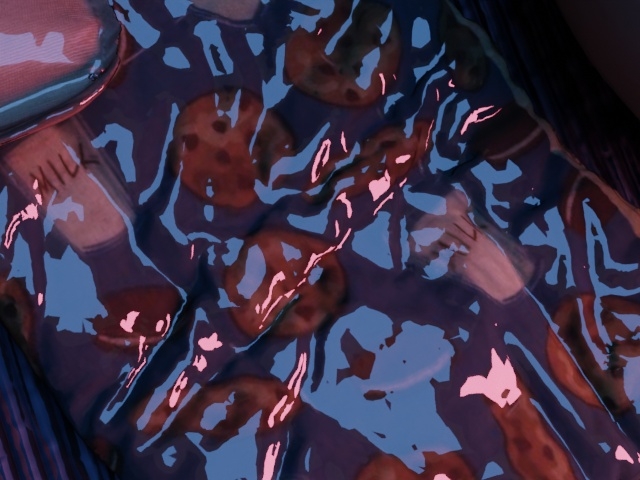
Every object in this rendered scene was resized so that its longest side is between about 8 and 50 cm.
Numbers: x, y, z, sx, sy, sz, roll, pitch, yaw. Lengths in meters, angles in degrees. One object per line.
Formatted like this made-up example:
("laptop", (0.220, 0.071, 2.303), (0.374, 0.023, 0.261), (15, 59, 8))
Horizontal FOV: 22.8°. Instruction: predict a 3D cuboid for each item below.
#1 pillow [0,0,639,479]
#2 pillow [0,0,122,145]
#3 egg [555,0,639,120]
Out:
("pillow", (-0.002, 0.000, 0.496), (0.189, 0.034, 0.255), (-41, 90, -19))
("pillow", (-0.178, -0.046, 0.441), (0.233, 0.038, 0.130), (-26, 68, -10))
("egg", (0.189, -0.094, 0.479), (0.283, 0.203, 0.203), (30, 70, -11))
